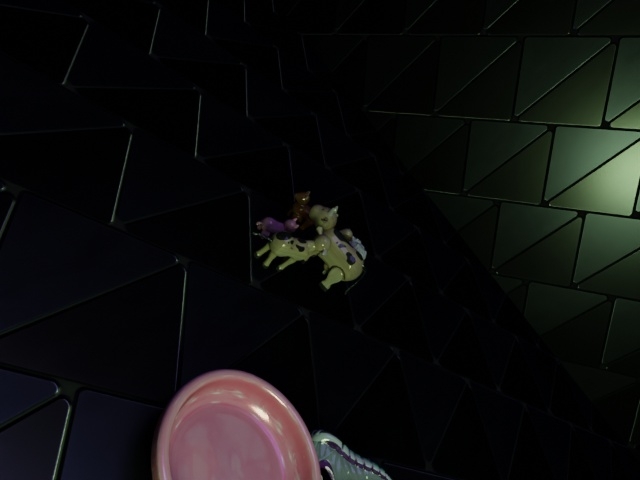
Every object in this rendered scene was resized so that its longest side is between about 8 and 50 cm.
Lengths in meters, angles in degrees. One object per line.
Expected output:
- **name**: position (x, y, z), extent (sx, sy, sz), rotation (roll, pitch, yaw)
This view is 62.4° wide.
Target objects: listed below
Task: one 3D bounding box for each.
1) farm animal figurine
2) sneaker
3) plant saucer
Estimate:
- **farm animal figurine**: position (0.000, 0.000, 1.442), extent (0.327, 0.172, 0.330), rotation (43, 31, -12)
- **sneaker**: position (0.050, 0.486, 1.083), extent (0.224, 0.083, 0.098), rotation (38, 52, -11)
- **plant saucer**: position (-0.145, 0.388, 0.902), extent (0.332, 0.084, 0.332), rotation (34, 34, -27)
